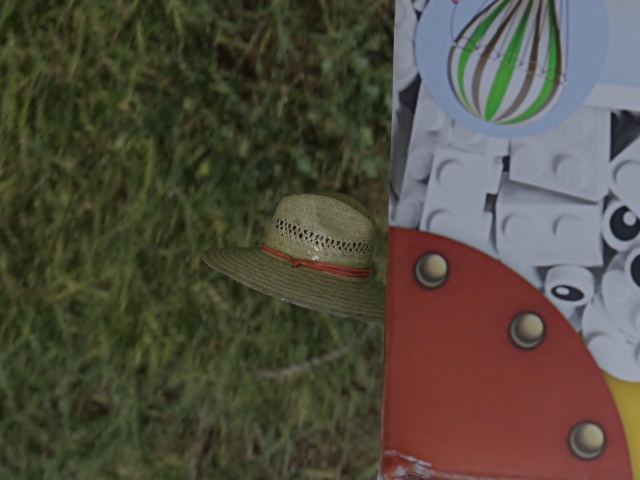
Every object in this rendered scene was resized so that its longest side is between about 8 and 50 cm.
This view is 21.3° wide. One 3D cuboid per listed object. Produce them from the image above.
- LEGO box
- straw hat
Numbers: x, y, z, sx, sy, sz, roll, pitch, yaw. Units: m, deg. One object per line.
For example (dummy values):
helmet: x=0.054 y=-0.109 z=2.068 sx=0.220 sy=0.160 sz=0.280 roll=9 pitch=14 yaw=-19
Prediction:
LEGO box: x=0.281 y=-0.118 z=0.366 sx=0.500 sy=0.193 sz=0.373 roll=1 pitch=87 yaw=23
straw hat: x=0.000 y=0.000 z=1.058 sx=0.144 sy=0.144 sz=0.061 roll=15 pitch=98 yaw=-4
